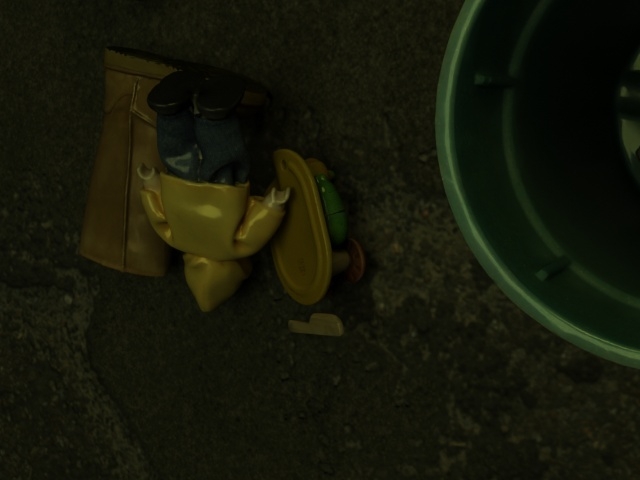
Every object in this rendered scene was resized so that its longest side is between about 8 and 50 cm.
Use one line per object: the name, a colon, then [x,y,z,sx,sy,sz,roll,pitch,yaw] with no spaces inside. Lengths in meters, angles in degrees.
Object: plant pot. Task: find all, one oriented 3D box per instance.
plant pot: [0.314,-0.098,0.780,0.341,0.334,0.340,5,99,30]

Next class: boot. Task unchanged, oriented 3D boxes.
boot: [-0.183,-0.084,1.222,0.236,0.089,0.269,19,109,29]

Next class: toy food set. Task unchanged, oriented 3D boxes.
toy food set: [0.000,0.000,1.136,0.128,0.071,0.217,-19,83,59]

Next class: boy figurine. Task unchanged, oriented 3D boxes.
boy figurine: [-0.117,-0.042,1.127,0.177,0.092,0.285,5,126,14]
